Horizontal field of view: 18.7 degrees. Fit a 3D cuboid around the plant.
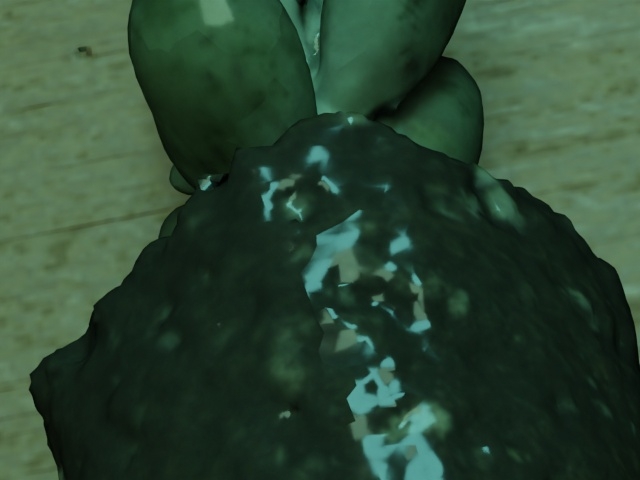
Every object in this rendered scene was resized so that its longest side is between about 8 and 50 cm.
[{"bbox_3d":[-0.002,0.002,0.538,0.146,0.149,0.274,-26,52,25],"label":"plant"}]
